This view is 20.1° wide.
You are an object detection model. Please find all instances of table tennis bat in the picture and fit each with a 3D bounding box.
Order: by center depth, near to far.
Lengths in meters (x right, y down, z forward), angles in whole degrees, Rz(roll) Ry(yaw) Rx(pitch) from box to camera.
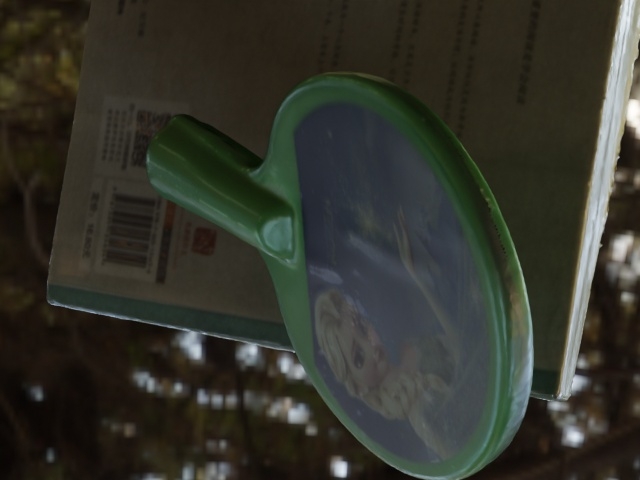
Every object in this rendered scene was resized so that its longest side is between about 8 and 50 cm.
[{"bbox_3d":[0.000,0.000,0.723,0.039,0.160,0.257,-17,-153,-27],"label":"table tennis bat"}]

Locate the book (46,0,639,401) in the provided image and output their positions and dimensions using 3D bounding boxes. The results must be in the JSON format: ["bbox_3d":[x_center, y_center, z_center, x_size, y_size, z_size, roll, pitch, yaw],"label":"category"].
[{"bbox_3d":[0.001,-0.051,0.838,0.283,0.215,0.025,11,180,29],"label":"book"}]
